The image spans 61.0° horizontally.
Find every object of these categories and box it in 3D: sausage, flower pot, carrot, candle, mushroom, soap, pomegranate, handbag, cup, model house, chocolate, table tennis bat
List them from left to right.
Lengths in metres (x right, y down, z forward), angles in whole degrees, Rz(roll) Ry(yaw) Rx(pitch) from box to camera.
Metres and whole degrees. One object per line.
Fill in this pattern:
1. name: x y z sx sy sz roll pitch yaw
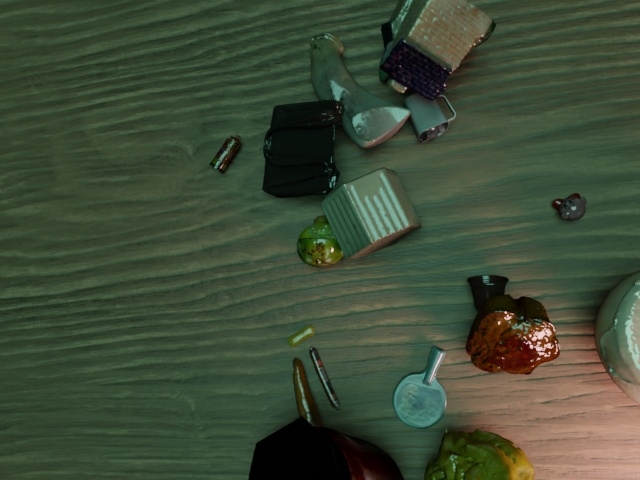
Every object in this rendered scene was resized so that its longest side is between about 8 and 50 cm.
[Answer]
1. candle: -0.292 -0.277 1.705 0.052 0.052 0.131 35 89 12
2. soap: -0.058 0.285 1.615 0.089 0.012 0.034 -34 79 4
3. handbag: -0.049 -0.270 1.594 0.257 0.113 0.285 2 82 38
4. carrot: -0.048 0.444 1.577 0.061 0.061 0.210 -18 75 7
5. pomegranate: 0.002 0.013 1.591 0.143 0.169 0.122 -9 118 2
6. sausage: 0.011 0.402 1.584 0.028 0.025 0.198 -24 80 -10
7. chocolate: 0.052 0.649 1.390 0.383 0.331 0.384 -13 73 47
8. mushroom: 0.076 -0.452 1.631 0.177 0.126 0.397 -40 77 1
9. flower pot: 0.142 -0.073 1.520 0.239 0.209 0.190 -25 80 -10
10. model house: 0.284 -0.543 1.530 0.243 0.298 0.284 33 101 -15
11. table tennis bat: 0.295 0.414 1.532 0.149 0.038 0.237 22 90 12
12. cup: 0.324 -0.371 1.594 0.128 0.095 0.129 -24 78 5
13. flower pot: 0.467 0.150 1.510 0.111 0.111 0.089 -4 97 9

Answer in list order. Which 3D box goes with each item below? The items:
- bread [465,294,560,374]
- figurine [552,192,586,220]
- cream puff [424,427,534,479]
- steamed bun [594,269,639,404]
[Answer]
1. bread: 0.503 0.258 1.423 0.232 0.247 0.135 15 41 7
2. figurine: 0.702 -0.090 1.511 0.083 0.071 0.067 -32 121 12
3. cream puff: 0.377 0.643 1.379 0.257 0.291 0.324 25 108 33
4. steamed bun: 0.875 0.249 1.351 0.374 0.241 0.375 -2 78 10
